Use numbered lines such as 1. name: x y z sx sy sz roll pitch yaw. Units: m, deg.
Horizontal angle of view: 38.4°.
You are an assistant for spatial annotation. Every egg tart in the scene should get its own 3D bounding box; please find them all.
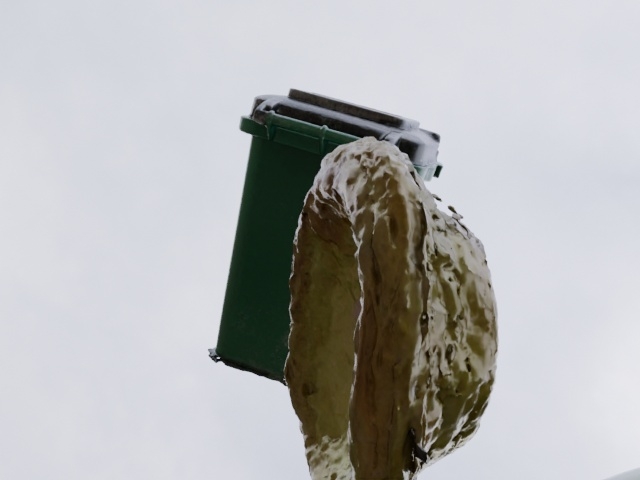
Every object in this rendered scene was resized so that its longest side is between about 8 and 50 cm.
1. egg tart: 0.053 0.068 0.685 0.294 0.123 0.294 180 -90 -77

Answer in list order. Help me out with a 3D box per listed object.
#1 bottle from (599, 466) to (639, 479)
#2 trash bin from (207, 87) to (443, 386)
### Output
1. bottle: 0.176 0.269 0.606 0.229 0.351 0.229 18 -70 61
2. trash bin: 0.000 0.000 1.250 0.259 0.295 0.381 16 -81 11
